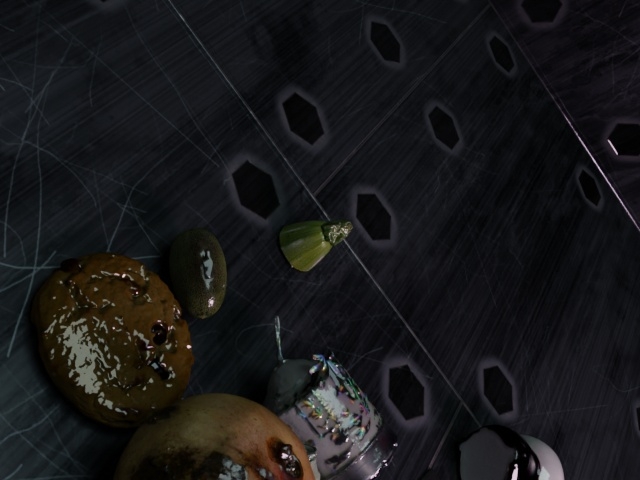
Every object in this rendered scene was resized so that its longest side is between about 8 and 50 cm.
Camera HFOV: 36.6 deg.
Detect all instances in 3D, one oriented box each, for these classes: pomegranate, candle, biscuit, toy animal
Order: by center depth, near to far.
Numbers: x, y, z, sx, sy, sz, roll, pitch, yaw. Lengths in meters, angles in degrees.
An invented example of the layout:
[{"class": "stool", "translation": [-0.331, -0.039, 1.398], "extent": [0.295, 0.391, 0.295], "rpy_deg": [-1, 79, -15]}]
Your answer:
[{"class": "pomegranate", "translation": [-0.151, 0.379, 1.435], "extent": [0.322, 0.322, 0.322], "rpy_deg": [26, 51, -37]}, {"class": "biscuit", "translation": [-0.317, 0.153, 1.533], "extent": [0.295, 0.075, 0.296], "rpy_deg": [27, 50, -37]}, {"class": "candle", "translation": [-0.014, 0.293, 1.709], "extent": [0.330, 0.187, 0.187], "rpy_deg": [53, 39, -9]}, {"class": "toy animal", "translation": [0.421, 0.505, 2.089], "extent": [0.235, 0.165, 0.187], "rpy_deg": [27, 52, -39]}]

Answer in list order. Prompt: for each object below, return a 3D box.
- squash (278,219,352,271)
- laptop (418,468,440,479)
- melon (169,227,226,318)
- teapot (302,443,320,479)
[{"class": "squash", "translation": [-0.003, -0.006, 1.932], "extent": [0.105, 0.132, 0.105], "rpy_deg": [29, 48, -38]}, {"class": "laptop", "translation": [0.213, 0.559, 1.941], "extent": [0.197, 0.016, 0.135], "rpy_deg": [-31, 91, -52]}, {"class": "melon", "translation": [-0.213, 0.057, 1.688], "extent": [0.099, 0.099, 0.162], "rpy_deg": [5, 71, -47]}, {"class": "teapot", "translation": [-0.057, 0.438, 1.616], "extent": [0.077, 0.107, 0.201], "rpy_deg": [-1, 98, -47]}]
